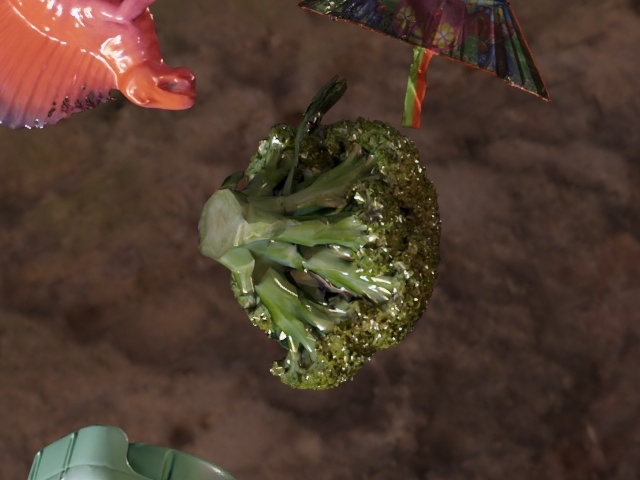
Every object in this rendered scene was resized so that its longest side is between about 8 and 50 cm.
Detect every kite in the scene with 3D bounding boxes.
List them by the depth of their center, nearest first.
[{"bbox_3d":[0.080,-0.150,1.099,0.010,0.190,0.159,106,6,-73],"label":"kite"}]

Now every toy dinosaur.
[{"bbox_3d":[-0.198,-0.159,0.948,0.139,0.286,0.070,-50,-179,8],"label":"toy dinosaur"}]

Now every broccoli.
[{"bbox_3d":[0.000,0.000,0.753,0.120,0.130,0.131,6,133,-38],"label":"broccoli"}]

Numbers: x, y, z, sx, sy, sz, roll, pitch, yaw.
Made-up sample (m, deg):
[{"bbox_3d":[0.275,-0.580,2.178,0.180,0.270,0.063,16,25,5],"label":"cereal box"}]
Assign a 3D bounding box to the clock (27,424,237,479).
[{"bbox_3d":[-0.084,0.141,0.830,0.101,0.135,0.041,-29,-137,52],"label":"clock"}]
